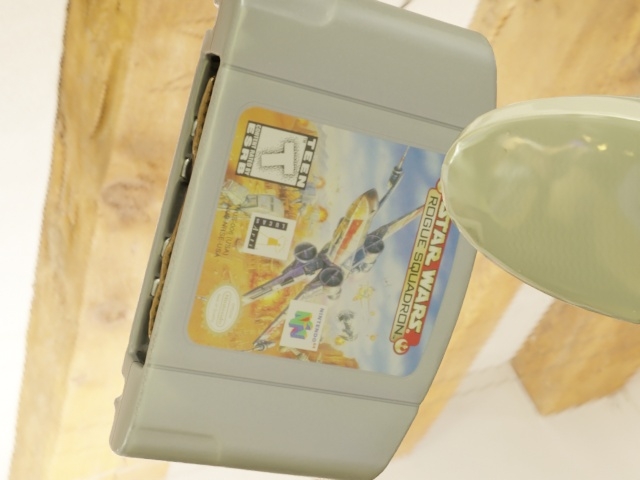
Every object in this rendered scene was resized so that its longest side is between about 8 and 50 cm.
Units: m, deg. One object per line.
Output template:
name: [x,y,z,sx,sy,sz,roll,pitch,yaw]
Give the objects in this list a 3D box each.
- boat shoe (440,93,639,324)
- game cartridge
boat shoe: [0.160,-0.017,0.425,0.081,0.228,0.079,-54,-34,-55]
game cartridge: [0.000,0.000,0.734,0.198,0.062,0.297,12,-83,-22]
